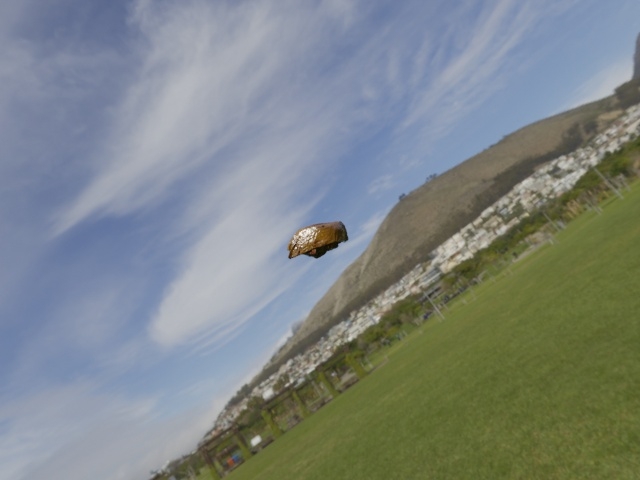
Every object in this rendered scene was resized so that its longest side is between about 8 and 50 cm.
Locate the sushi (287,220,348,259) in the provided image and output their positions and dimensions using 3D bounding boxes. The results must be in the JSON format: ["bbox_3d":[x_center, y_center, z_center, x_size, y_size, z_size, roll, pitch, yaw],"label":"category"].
[{"bbox_3d":[0.000,0.000,0.610,0.099,0.047,0.050,-12,5,-18],"label":"sushi"}]
